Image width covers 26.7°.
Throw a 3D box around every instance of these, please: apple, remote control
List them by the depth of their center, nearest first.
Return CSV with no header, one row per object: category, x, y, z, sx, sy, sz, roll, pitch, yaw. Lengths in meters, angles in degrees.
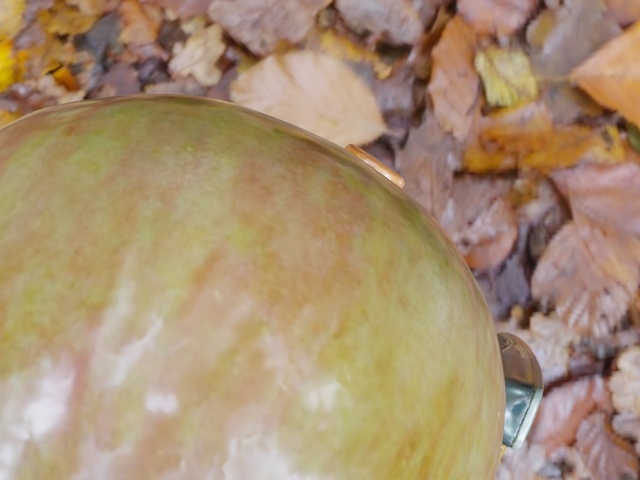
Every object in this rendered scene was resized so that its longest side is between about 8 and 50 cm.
apple,-0.065,0.080,0.510,0.257,0.234,0.257,15,146,10
remote control,0.156,0.125,1.141,0.042,0.222,0.072,22,96,0

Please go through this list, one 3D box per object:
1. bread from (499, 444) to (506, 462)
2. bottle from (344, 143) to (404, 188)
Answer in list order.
bread,0.252,0.271,1.937,0.044,0.157,0.052,-5,140,48
bottle,0.000,0.000,1.266,0.069,0.069,0.187,36,95,-5
